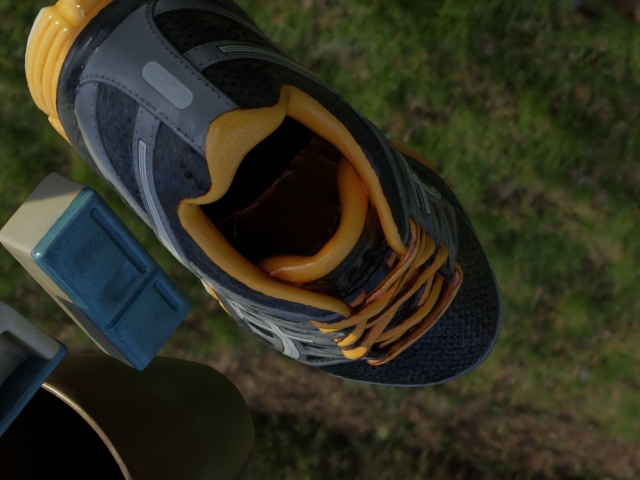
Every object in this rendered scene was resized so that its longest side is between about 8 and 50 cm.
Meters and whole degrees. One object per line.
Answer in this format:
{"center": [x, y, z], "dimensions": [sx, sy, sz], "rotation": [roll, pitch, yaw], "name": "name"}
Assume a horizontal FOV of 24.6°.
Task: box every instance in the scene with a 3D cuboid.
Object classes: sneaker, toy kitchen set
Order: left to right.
{"center": [-0.132, 0.095, 0.796], "dimensions": [0.166, 0.207, 0.122], "rotation": [22, 157, 41], "name": "toy kitchen set"}
{"center": [0.000, 0.000, 0.450], "dimensions": [0.215, 0.084, 0.083], "rotation": [36, -176, -46], "name": "sneaker"}

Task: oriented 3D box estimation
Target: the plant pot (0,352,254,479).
{"center": [-0.152, 0.167, 1.067], "dimensions": [0.215, 0.215, 0.230], "rotation": [20, -161, 22], "name": "plant pot"}
